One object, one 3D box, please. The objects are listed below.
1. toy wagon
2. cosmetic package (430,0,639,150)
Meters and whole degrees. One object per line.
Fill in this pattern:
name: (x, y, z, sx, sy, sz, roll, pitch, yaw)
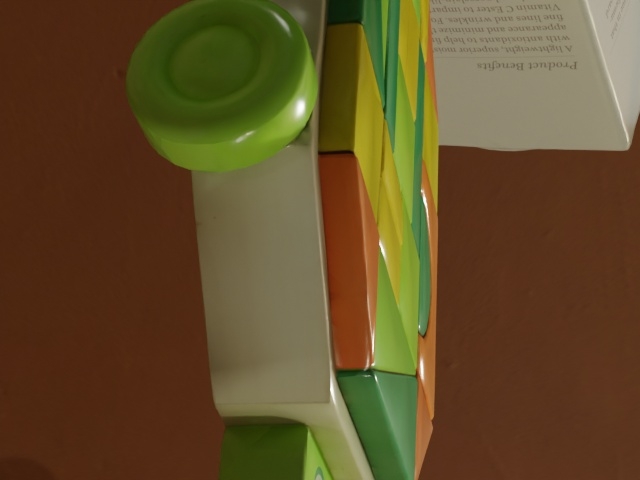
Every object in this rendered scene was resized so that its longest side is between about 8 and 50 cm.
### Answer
toy wagon: (0.000, 0.000, 0.546, 0.068, 0.267, 0.344, -3, -122, 11)
cosmetic package: (0.100, -0.164, 0.830, 0.151, 0.184, 0.151, 5, -125, 28)
